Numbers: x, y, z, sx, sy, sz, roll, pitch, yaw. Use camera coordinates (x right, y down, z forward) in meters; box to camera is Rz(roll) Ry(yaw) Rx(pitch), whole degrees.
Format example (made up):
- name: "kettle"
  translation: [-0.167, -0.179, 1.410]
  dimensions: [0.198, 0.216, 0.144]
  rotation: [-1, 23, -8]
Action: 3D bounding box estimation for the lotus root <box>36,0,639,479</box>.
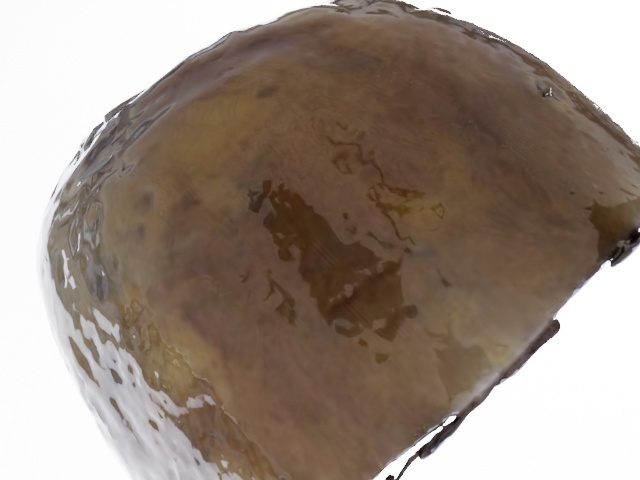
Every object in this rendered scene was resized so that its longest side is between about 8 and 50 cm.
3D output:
- name: "lotus root"
  translation: [0.000, 0.000, 0.637]
  dimensions: [0.272, 0.272, 0.192]
  rotation: [-37, -97, -15]
